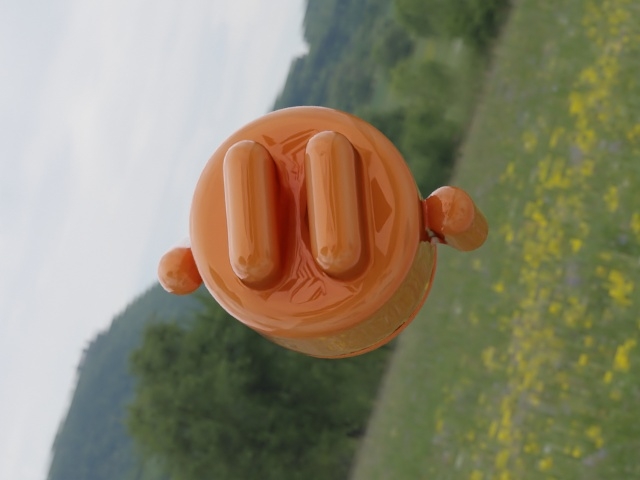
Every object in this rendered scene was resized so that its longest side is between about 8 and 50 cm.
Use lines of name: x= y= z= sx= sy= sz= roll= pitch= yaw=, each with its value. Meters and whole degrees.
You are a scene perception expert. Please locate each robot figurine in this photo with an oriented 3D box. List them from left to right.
robot figurine: x=-0.002 y=0.000 z=0.853 sx=0.158 sy=0.128 sz=0.219 roll=-44 pitch=-14 yaw=-1
